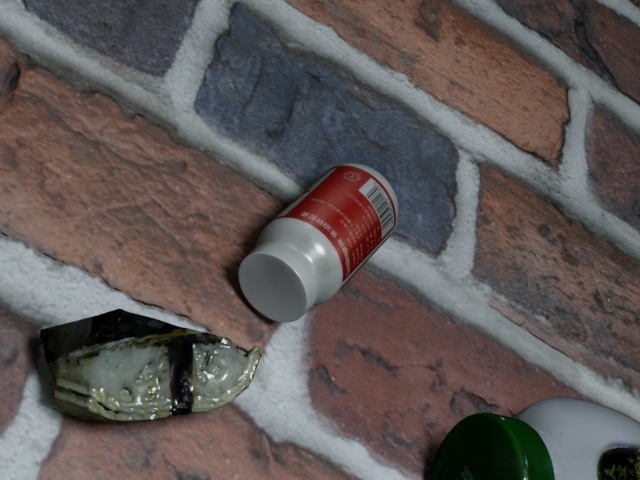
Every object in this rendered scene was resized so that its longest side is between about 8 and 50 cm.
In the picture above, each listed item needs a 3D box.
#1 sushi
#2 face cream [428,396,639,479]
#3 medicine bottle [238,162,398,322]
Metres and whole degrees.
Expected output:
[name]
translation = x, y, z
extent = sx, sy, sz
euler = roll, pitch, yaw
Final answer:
[sushi]
translation = -0.181, 0.165, 1.375
extent = 0.273, 0.134, 0.109
euler = 20, 63, -45
[face cream]
translation = 0.338, 0.358, 1.559
extent = 0.357, 0.219, 0.313
euler = 15, 55, -26
[medicine bottle]
translation = 0.000, 0.000, 1.602
extent = 0.131, 0.131, 0.250
euler = 48, 44, -1
